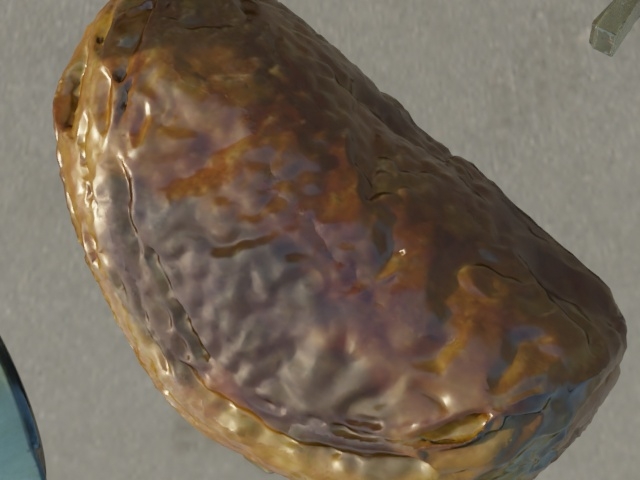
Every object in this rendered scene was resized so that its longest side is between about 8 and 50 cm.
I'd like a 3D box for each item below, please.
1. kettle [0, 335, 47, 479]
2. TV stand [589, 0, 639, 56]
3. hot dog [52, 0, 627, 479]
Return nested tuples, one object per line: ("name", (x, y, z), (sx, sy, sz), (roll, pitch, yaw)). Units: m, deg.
("kettle", (-0.452, 0.140, 1.280), (0.377, 0.361, 0.250), (-25, 145, -25))
("TV stand", (0.411, -0.335, 2.030), (0.040, 0.256, 0.049), (29, 157, 17))
("hot dog", (0.000, 0.000, 1.004), (0.387, 0.267, 0.174), (43, 125, 9))
